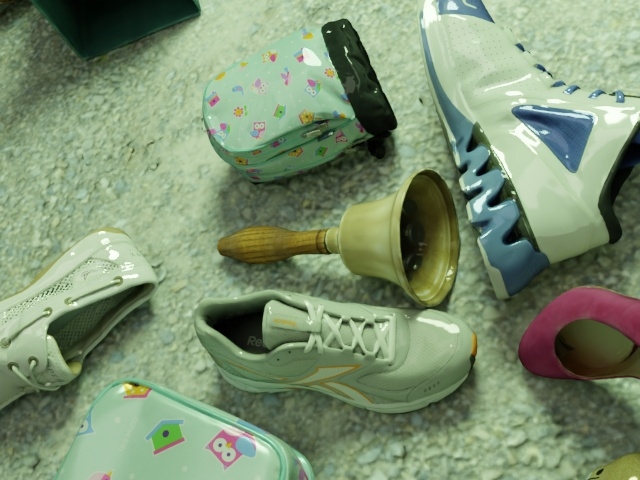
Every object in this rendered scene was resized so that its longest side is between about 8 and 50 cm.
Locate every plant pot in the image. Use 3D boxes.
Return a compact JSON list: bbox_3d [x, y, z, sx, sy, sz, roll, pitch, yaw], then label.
[{"bbox_3d":[-0.267,-0.381,1.175,0.165,0.166,0.234,-20,58,10],"label":"plant pot"}]

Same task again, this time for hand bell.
[{"bbox_3d":[0.000,0.000,0.942,0.242,0.126,0.126,-2,65,33],"label":"hand bell"}]

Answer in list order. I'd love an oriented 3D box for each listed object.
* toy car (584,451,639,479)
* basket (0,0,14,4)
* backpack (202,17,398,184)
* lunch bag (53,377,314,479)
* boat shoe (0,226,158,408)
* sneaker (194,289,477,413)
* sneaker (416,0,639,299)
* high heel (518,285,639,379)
[{"bbox_3d":[0.217,0.202,0.729,0.149,0.155,0.188,25,66,28],"label":"toy car"},{"bbox_3d":[-0.484,-0.418,1.310,0.299,0.223,0.213,8,102,23],"label":"basket"},{"bbox_3d":[-0.029,-0.139,0.997,0.182,0.115,0.152,-25,62,11],"label":"backpack"},{"bbox_3d":[-0.138,0.279,0.838,0.224,0.108,0.279,18,75,20],"label":"lunch bag"},{"bbox_3d":[-0.283,0.106,0.980,0.277,0.098,0.096,-43,58,-5],"label":"boat shoe"},{"bbox_3d":[0.006,0.093,0.868,0.262,0.121,0.099,-3,66,19],"label":"sneaker"},{"bbox_3d":[0.206,-0.111,0.903,0.182,0.127,0.315,-16,68,8],"label":"sneaker"},{"bbox_3d":[0.224,0.094,0.740,0.244,0.082,0.117,-23,24,52],"label":"high heel"}]
